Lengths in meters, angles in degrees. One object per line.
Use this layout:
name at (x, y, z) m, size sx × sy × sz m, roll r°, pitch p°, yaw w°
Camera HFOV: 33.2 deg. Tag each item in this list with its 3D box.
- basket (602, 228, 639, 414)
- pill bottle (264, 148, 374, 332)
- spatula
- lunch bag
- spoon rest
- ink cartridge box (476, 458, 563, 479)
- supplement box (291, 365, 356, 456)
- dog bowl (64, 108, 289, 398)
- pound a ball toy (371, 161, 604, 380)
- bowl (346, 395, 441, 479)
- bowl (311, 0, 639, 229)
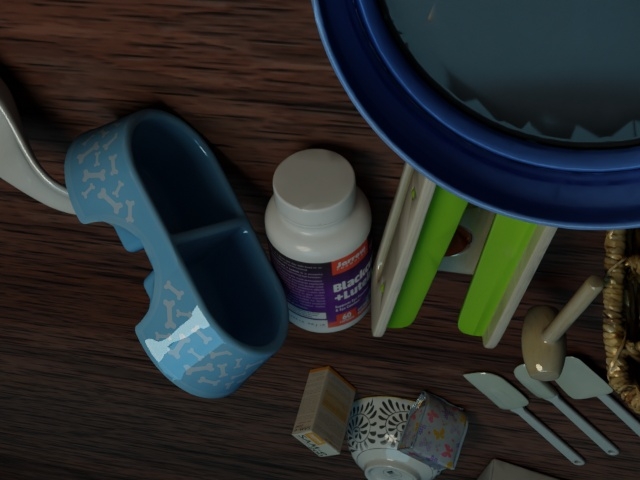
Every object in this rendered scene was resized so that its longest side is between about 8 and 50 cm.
basket at (0.388, 0.078, 0.901) m, size 0.299 × 0.213 × 0.223 m, roll 2°, pitch 145°, yaw 44°
pill bottle at (0.000, 0.000, 1.092) m, size 0.108 × 0.108 × 0.193 m, roll 9°, pitch 144°, yaw 11°
spatula at (0.312, 0.216, 1.328) m, size 0.168 × 0.019 × 0.242 m, roll -22°, pitch 129°, yaw 40°
lunch bag at (0.147, 0.245, 1.379) m, size 0.071 × 0.083 × 0.053 m, roll 28°, pitch 158°, yaw -16°
spoon rest at (-0.313, -0.106, 1.093) m, size 0.276 × 0.084 × 0.137 m, roll 29°, pitch 143°, yaw -12°
ink cartridge box at (0.322, 0.465, 1.500) m, size 0.270 × 0.197 × 0.198 m, roll 18°, pitch 144°, yaw 0°
supplement box at (0.005, 0.222, 1.392) m, size 0.036 × 0.098 × 0.062 m, roll -17°, pitch 132°, yaw 38°
dog bowl at (-0.131, 0.004, 1.045) m, size 0.074 × 0.166 × 0.297 m, roll -31°, pitch 83°, yaw 30°
pound a ball toy at (0.167, -0.006, 1.005) m, size 0.208 × 0.136 × 0.319 m, roll 6°, pitch 144°, yaw -4°
bowl at (0.103, 0.289, 1.458) m, size 0.170 × 0.080 × 0.170 m, roll 12°, pitch 144°, yaw 9°
bowl at (0.188, -0.188, 0.711) m, size 0.391 × 0.077 × 0.391 m, roll 6°, pitch 126°, yaw 8°
